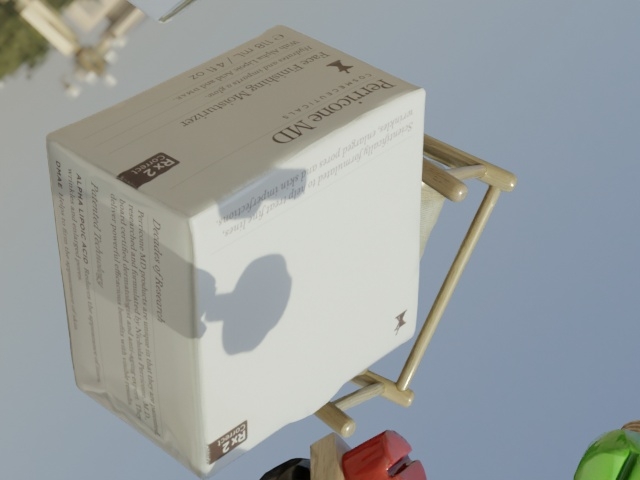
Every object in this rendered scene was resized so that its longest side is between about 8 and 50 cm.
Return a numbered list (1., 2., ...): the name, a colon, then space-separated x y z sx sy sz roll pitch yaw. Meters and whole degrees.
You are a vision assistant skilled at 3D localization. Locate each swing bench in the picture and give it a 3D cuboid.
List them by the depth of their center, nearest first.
1. swing bench: 0.000 0.000 1.447 0.165 0.254 0.253 -11 128 -65

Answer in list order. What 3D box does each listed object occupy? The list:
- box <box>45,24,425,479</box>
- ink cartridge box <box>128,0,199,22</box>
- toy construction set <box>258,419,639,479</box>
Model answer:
1. box: -0.043 0.002 0.886 0.119 0.182 0.181 29 -136 34
2. ink cartridge box: -0.060 -0.207 0.545 0.093 0.154 0.212 -30 -145 44
3. toy construction set: -0.016 0.228 0.636 0.309 0.257 0.237 -3 -166 20
